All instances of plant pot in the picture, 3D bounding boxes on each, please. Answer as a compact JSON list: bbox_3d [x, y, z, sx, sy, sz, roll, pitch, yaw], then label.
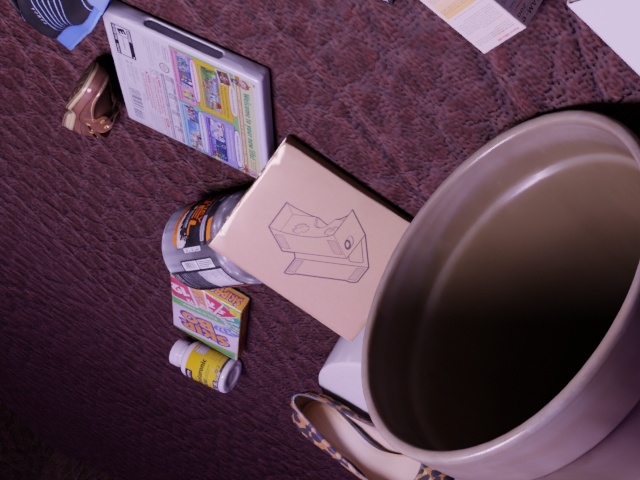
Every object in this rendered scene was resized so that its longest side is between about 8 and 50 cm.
[{"bbox_3d":[0.244,0.092,1.093,0.280,0.323,0.323,31,160,-28],"label":"plant pot"}]

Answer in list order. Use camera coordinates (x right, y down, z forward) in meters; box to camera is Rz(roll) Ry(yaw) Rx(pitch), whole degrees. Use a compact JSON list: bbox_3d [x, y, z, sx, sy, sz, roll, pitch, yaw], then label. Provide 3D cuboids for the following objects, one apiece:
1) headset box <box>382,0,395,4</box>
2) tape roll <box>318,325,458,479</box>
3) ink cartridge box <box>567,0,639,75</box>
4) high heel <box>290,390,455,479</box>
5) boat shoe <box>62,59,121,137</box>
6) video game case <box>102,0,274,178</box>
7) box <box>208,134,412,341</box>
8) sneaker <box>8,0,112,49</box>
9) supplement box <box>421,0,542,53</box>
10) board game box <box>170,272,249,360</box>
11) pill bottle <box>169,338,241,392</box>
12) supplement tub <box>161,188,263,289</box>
[{"bbox_3d":[0.037,-0.234,1.000,0.062,0.032,0.083,25,158,14],"label":"headset box"},{"bbox_3d":[0.181,0.256,1.776,0.392,0.072,0.392,25,157,12],"label":"tape roll"},{"bbox_3d":[0.272,-0.139,0.746,0.212,0.154,0.093,39,158,-20],"label":"ink cartridge box"},{"bbox_3d":[0.071,0.297,1.776,0.261,0.093,0.186,20,163,46],"label":"high heel"},{"bbox_3d":[-0.263,-0.163,1.485,0.060,0.064,0.178,29,164,-8],"label":"boat shoe"},{"bbox_3d":[-0.139,-0.160,1.382,0.193,0.023,0.212,26,156,13],"label":"video game case"},{"bbox_3d":[0.000,0.000,1.412,0.201,0.021,0.164,34,116,-7],"label":"box"},{"bbox_3d":[-0.255,-0.256,1.253,0.090,0.081,0.232,31,160,-18],"label":"sneaker"},{"bbox_3d":[0.114,-0.196,0.975,0.098,0.036,0.062,37,156,-14],"label":"supplement box"},{"bbox_3d":[-0.175,0.117,1.982,0.124,0.039,0.259,29,160,7],"label":"board game box"},{"bbox_3d":[-0.199,0.212,2.163,0.116,0.065,0.065,22,156,22],"label":"pill bottle"},{"bbox_3d":[-0.107,-0.001,1.547,0.117,0.117,0.190,41,155,-23],"label":"supplement tub"}]
